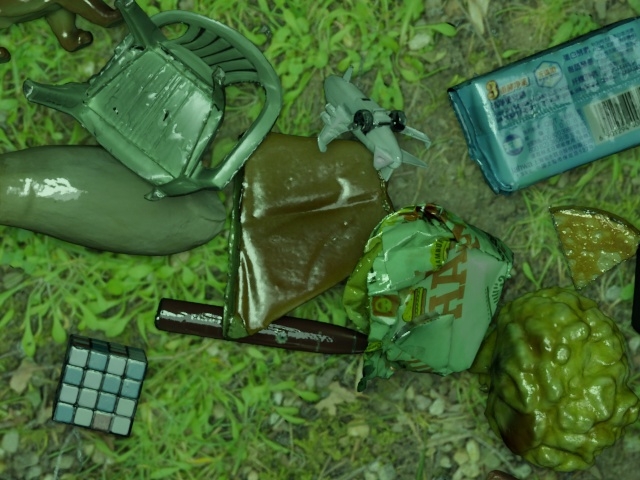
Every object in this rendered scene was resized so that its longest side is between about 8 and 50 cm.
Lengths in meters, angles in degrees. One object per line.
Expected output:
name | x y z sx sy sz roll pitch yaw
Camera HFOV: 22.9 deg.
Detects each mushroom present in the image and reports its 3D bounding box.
mushroom | -0.269 -0.047 1.778 0.350 0.128 0.128 1 94 -32

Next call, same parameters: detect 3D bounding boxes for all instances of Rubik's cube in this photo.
Rubik's cube | -0.255 0.166 1.828 0.092 0.092 0.092 15 92 -10

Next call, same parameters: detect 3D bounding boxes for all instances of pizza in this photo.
pizza | 0.326 0.009 1.937 0.123 0.026 0.108 19 113 3

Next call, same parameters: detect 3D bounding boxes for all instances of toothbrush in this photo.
toothbrush | -0.017 0.114 1.889 0.364 0.041 0.041 9 92 -9

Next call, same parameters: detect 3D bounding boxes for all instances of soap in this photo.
soap | 0.300 -0.162 1.898 0.293 0.077 0.156 -20 96 -8

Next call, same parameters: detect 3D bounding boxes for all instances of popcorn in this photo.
popcorn | 0.278 0.162 1.870 0.169 0.189 0.218 -3 88 -16

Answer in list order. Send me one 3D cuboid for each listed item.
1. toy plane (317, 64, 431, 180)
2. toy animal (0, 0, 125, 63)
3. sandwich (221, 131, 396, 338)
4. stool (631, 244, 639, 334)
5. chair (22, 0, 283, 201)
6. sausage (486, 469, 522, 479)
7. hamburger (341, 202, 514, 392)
toy plane | 0.052 -0.139 1.835 0.162 0.065 0.171 -4 51 -38
toy animal | -0.330 -0.283 1.796 0.312 0.097 0.157 -20 84 -5
sandwich | 0.000 0.000 1.853 0.212 0.063 0.245 5 85 -10
stool | 0.496 0.061 1.911 0.232 0.141 0.232 -1 95 -9
chair | -0.162 -0.163 1.736 0.203 0.275 0.190 39 95 4
sausage | 0.269 0.322 1.951 0.147 0.030 0.035 27 92 -9
hamburger | 0.106 0.068 1.827 0.214 0.125 0.235 18 110 -49
